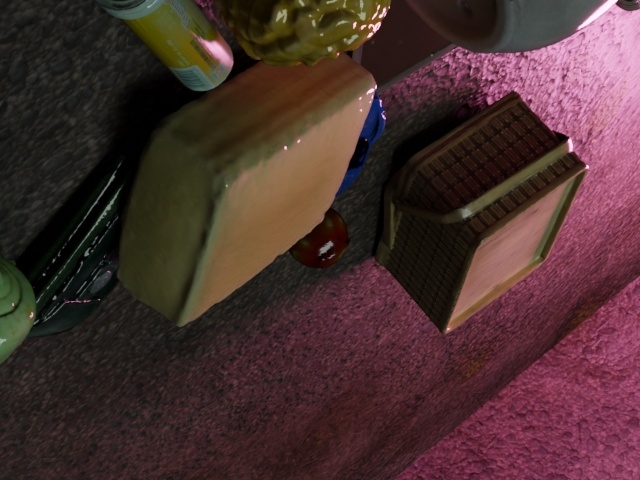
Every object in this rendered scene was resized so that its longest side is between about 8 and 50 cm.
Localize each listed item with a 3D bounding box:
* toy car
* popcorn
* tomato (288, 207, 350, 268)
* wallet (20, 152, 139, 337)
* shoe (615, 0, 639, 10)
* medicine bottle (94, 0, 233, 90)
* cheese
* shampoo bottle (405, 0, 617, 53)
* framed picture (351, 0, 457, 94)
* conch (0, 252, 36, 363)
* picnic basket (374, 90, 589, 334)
[{"bbox_3d":[0.011,-0.095,1.826,0.103,0.063,0.216,-15,153,-46],"label":"toy car"},{"bbox_3d":[-0.011,-0.238,1.434,0.180,0.170,0.180,3,148,2],"label":"popcorn"},{"bbox_3d":[0.000,0.000,1.985,0.087,0.075,0.087,-38,160,-17],"label":"tomato"},{"bbox_3d":[-0.243,0.010,1.644,0.236,0.055,0.160,-48,163,12],"label":"wallet"},{"bbox_3d":[0.441,-0.383,2.019,0.169,0.071,0.099,-48,154,24],"label":"shoe"},{"bbox_3d":[-0.143,-0.204,1.395,0.074,0.074,0.218,-42,160,0],"label":"medicine bottle"},{"bbox_3d":[-0.081,-0.068,1.617,0.265,0.124,0.242,-38,162,-43],"label":"cheese"},{"bbox_3d":[0.199,-0.336,1.444,0.266,0.273,0.273,-42,158,-17],"label":"shampoo bottle"},{"bbox_3d":[0.111,-0.270,1.754,0.197,0.014,0.252,-33,156,-21],"label":"framed picture"},{"bbox_3d":[-0.365,0.089,1.503,0.137,0.143,0.250,15,149,-14],"label":"conch"},{"bbox_3d":[0.220,-0.046,2.140,0.228,0.175,0.313,-34,160,-21],"label":"picnic basket"}]
